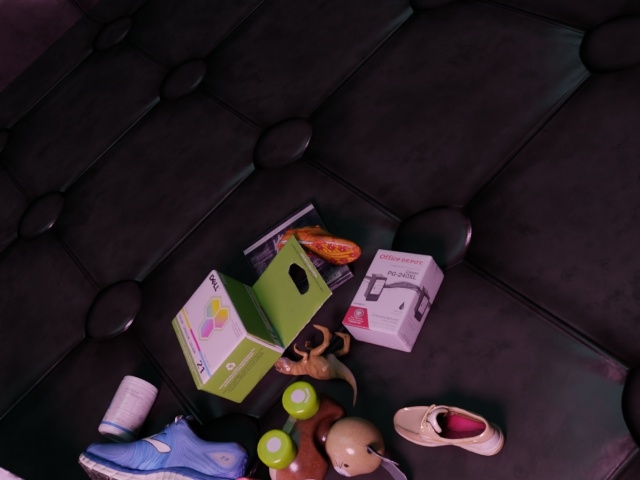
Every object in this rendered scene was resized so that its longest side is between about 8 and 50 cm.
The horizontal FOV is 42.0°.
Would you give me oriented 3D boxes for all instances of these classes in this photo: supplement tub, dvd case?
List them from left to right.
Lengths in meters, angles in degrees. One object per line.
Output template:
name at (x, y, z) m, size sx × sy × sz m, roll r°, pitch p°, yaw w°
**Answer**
supplement tub at (-0.343, 0.304, 1.490) m, size 0.071 × 0.071 × 0.107 m, roll 0°, pitch 55°, yaw 35°
dvd case at (-0.047, 0.040, 1.549) m, size 0.164 × 0.018 × 0.221 m, roll -35°, pitch 43°, yaw 5°

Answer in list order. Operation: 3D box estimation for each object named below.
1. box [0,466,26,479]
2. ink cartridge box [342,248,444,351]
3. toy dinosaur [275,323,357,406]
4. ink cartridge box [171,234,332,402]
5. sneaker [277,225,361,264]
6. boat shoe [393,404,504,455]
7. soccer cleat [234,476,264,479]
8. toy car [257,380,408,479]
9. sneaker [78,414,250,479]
box at (-0.532, 0.487, 1.326) m, size 0.127 × 0.262 × 0.231 m, roll 3°, pitch 58°, yaw 36°
ink cartridge box at (0.120, 0.094, 1.355) m, size 0.109 × 0.063 × 0.150 m, roll 8°, pitch 60°, yaw 38°
toy dinosaur at (0.015, 0.201, 1.352) m, size 0.211 × 0.064 × 0.112 m, roll 4°, pitch 72°, yaw 48°
ink cartridge box at (-0.123, 0.116, 1.427) m, size 0.255 × 0.097 × 0.189 m, roll -51°, pitch 39°, yaw 13°
sneaker at (0.000, 0.000, 1.492) m, size 0.175 × 0.064 × 0.067 m, roll 9°, pitch 52°, yaw 36°
boat shoe at (0.174, 0.258, 1.182) m, size 0.170 × 0.059 × 0.063 m, roll 1°, pitch 56°, yaw 35°
soccer cleat at (-0.078, 0.475, 1.129) m, size 0.108 × 0.116 × 0.318 m, roll -25°, pitch 45°, yaw 17°
toy car at (0.033, 0.306, 1.186) m, size 0.188 × 0.155 × 0.149 m, roll 15°, pitch 64°, yaw 28°
sneaker at (-0.249, 0.366, 1.357) m, size 0.330 × 0.130 × 0.147 m, roll 0°, pitch 41°, yaw 30°
